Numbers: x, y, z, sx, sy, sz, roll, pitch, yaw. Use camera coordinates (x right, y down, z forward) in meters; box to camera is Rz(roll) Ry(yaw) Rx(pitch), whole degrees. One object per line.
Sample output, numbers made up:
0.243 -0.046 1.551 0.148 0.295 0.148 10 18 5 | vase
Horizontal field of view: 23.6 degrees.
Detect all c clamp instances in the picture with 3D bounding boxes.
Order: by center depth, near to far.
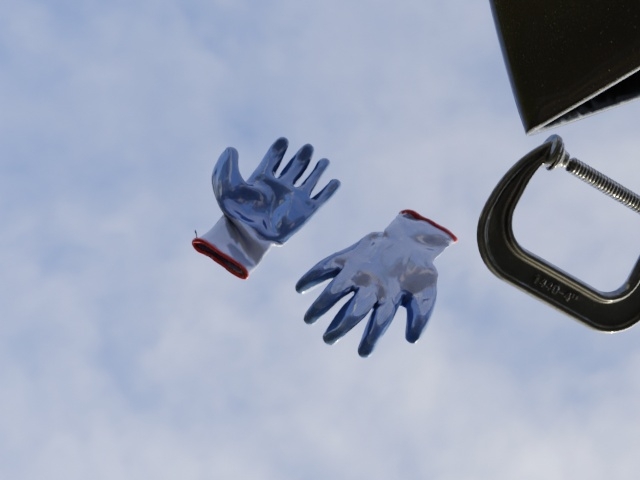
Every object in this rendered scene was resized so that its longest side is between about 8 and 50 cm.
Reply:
0.178 -0.014 0.971 0.161 0.022 0.137 22 -87 -21 | c clamp

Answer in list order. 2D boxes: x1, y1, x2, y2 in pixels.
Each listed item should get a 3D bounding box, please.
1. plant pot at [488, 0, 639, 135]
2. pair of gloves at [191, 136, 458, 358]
0.167 -0.170 0.628 0.188 0.187 0.167 -30 -98 52 | plant pot
0.000 0.000 1.094 0.198 0.159 0.023 30 -48 9 | pair of gloves
